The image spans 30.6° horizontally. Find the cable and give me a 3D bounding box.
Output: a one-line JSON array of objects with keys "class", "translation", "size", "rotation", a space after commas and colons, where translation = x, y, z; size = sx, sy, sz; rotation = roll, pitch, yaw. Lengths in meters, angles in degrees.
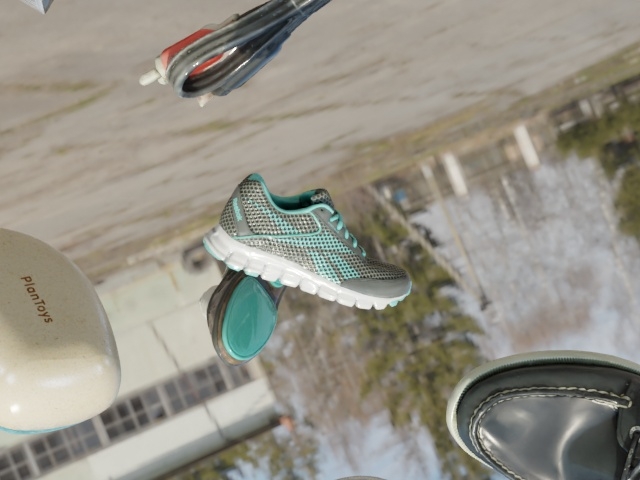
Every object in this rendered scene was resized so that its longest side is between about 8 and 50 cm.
[{"class": "cable", "translation": [-0.050, -0.217, 1.078], "size": [0.287, 0.072, 0.139], "rotation": [-39, 171, 22]}]

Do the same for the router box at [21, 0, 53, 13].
[{"class": "router box", "translation": [-0.384, -0.445, 1.344], "size": [0.243, 0.309, 0.081], "rotation": [-60, -178, -14]}]

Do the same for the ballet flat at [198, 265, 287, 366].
[{"class": "ballet flat", "translation": [-0.094, 0.065, 1.515], "size": [0.096, 0.095, 0.280], "rotation": [-16, -150, 35]}]

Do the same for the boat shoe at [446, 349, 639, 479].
[{"class": "boat shoe", "translation": [0.266, 0.184, 0.919], "size": [0.113, 0.340, 0.127], "rotation": [-107, -139, -70]}]

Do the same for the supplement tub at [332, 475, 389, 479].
[{"class": "supplement tub", "translation": [0.060, 0.427, 1.384], "size": [0.193, 0.193, 0.316], "rotation": [-22, 143, -6]}]

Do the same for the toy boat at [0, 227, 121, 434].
[{"class": "toy boat", "translation": [-0.384, 0.110, 1.241], "size": [0.318, 0.267, 0.148], "rotation": [-6, 139, -32]}]

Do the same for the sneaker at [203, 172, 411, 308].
[{"class": "sneaker", "translation": [0.000, 0.000, 0.880], "size": [0.166, 0.076, 0.065], "rotation": [18, -167, -20]}]
